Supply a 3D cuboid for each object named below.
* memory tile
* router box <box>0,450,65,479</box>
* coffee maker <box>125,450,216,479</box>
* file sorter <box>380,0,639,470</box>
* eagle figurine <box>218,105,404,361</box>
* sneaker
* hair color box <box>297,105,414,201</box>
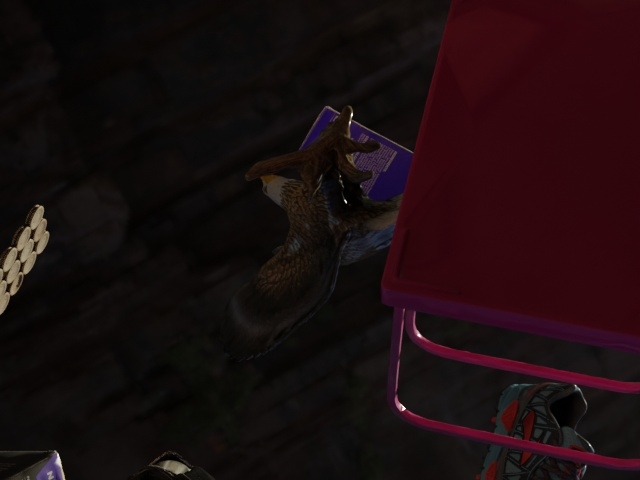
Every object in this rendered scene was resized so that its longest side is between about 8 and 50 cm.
[{"bbox_3d":[-0.429,0.028,1.935,0.113,0.012,0.148,97,18,-63],"label":"memory tile"},{"bbox_3d":[-0.377,0.240,1.039,0.308,0.081,0.243,-7,-169,37],"label":"router box"},{"bbox_3d":[-0.186,0.372,1.914,0.171,0.120,0.178,13,177,1],"label":"coffee maker"},{"bbox_3d":[0.165,-0.016,0.935,0.202,0.182,0.291,11,-126,7],"label":"file sorter"},{"bbox_3d":[-0.005,-0.007,1.635,0.226,0.298,0.225,-3,-141,-13],"label":"eagle figurine"},{"bbox_3d":[0.272,0.274,1.700,0.125,0.104,0.262,-16,-139,32],"label":"sneaker"},{"bbox_3d":[0.141,-0.050,1.876,0.338,0.185,0.110,30,-89,40],"label":"hair color box"}]
